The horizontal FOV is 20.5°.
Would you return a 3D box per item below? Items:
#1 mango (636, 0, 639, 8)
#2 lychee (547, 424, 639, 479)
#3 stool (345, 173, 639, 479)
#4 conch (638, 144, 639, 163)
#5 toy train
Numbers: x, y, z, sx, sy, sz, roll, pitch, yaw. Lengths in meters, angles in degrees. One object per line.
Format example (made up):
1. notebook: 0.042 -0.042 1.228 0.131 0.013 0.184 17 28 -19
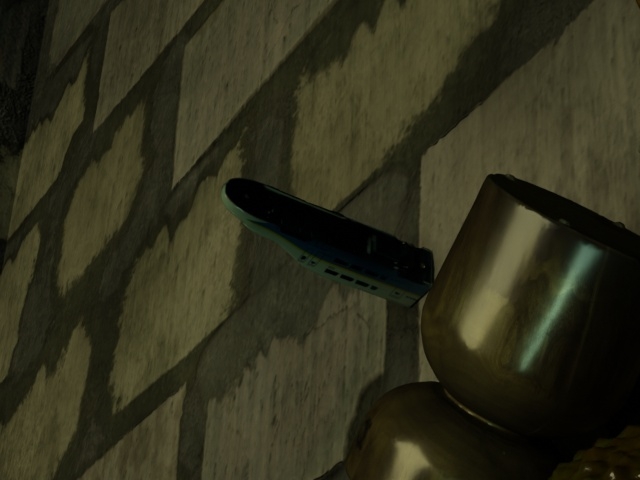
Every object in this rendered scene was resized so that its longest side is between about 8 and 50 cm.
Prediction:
1. mango: 0.309 -0.201 1.414 0.111 0.089 0.163 -51 38 34
2. lychee: 0.222 0.233 1.045 0.320 0.270 0.270 50 -125 -73
3. stool: 0.154 0.100 1.387 0.264 0.179 0.179 -64 24 10
4. conch: 0.308 -0.043 1.163 0.291 0.159 0.210 10 86 61
5. toy train: 0.000 0.000 1.725 0.051 0.234 0.052 -49 29 41
